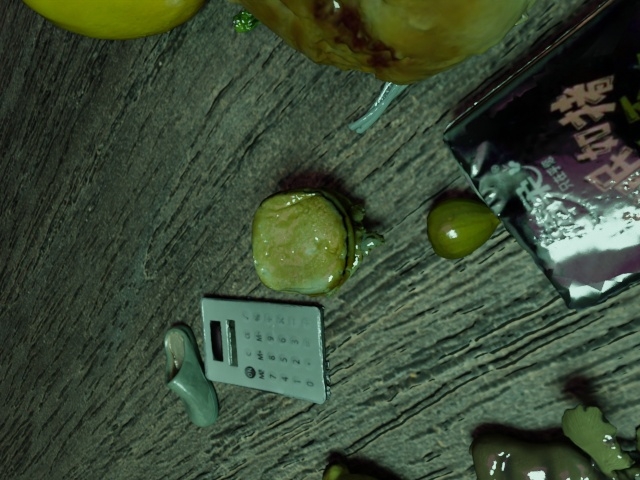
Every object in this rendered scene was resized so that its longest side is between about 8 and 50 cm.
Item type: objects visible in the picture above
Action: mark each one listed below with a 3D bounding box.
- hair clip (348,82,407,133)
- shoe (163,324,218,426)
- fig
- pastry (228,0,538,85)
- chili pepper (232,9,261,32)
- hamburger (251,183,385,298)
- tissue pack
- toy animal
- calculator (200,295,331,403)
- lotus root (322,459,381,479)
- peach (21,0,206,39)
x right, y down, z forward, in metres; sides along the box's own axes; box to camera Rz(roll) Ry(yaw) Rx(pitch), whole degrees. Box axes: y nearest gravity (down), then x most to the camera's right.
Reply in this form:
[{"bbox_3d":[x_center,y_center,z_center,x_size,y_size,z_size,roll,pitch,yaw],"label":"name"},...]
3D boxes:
[{"bbox_3d":[0.080,-0.193,0.594,0.115,0.030,0.039,-47,53,24],"label":"hair clip"},{"bbox_3d":[-0.255,0.254,0.817,0.079,0.078,0.195,-22,81,30],"label":"shoe"},{"bbox_3d":[0.171,-0.018,0.536,0.088,0.074,0.073,-19,86,15],"label":"fig"},{"bbox_3d":[0.038,-0.344,0.419,0.410,0.409,0.245,25,80,26],"label":"pastry"},{"bbox_3d":[-0.097,-0.342,0.683,0.091,0.034,0.030,2,130,30],"label":"chili pepper"},{"bbox_3d":[0.000,0.000,0.611,0.185,0.131,0.159,2,88,24],"label":"hamburger"},{"bbox_3d":[0.311,-0.112,0.415,0.332,0.123,0.244,-39,71,25],"label":"tissue pack"},{"bbox_3d":[0.271,0.262,0.497,0.214,0.094,0.185,2,89,39],"label":"toy animal"},{"bbox_3d":[-0.104,0.176,0.750,0.262,0.021,0.161,-1,95,30],"label":"calculator"},{"bbox_3d":[0.073,0.405,0.618,0.214,0.138,0.138,33,112,35],"label":"lotus root"},{"bbox_3d":[-0.297,-0.446,0.648,0.308,0.289,0.288,-16,87,14],"label":"peach"}]
